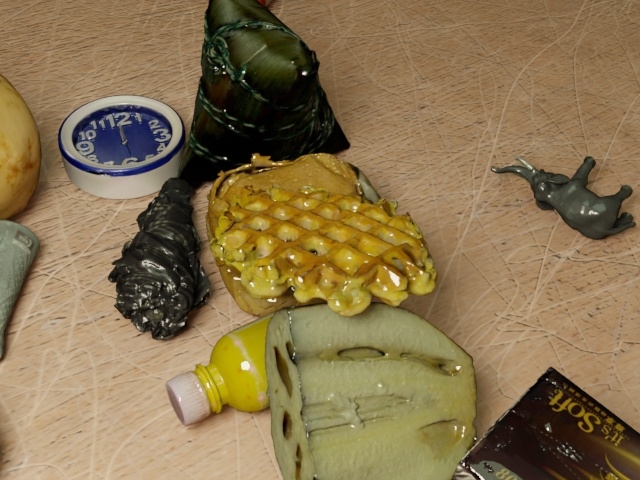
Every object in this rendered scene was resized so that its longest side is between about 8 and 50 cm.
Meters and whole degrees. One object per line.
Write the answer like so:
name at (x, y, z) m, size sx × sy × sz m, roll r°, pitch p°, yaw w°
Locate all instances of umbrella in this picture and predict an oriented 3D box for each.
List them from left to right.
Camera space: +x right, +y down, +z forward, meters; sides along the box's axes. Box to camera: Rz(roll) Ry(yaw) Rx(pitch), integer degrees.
umbrella at (-0.266, 0.015, 1.254) m, size 0.154 × 0.128 × 0.337 m, roll 5°, pitch 37°, yaw -22°

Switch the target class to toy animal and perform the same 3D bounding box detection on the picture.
toy animal at (0.465, -0.096, 1.447) m, size 0.269 × 0.082 × 0.137 m, roll 37°, pitch 52°, yaw 26°

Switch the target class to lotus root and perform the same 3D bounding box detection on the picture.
lotus root at (0.070, 0.206, 1.035) m, size 0.260 × 0.149 × 0.267 m, roll -7°, pitch 84°, yaw -25°

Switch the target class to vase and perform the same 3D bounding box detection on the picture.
vase at (-0.500, 0.081, 1.182) m, size 0.096 × 0.096 × 0.219 m, roll 1°, pitch 49°, yaw -4°

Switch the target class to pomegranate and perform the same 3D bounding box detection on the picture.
pomegranate at (-0.625, -0.168, 1.241) m, size 0.342 × 0.343 × 0.343 m, roll 3°, pitch 46°, yaw -3°

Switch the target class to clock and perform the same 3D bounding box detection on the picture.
clock at (-0.367, -0.177, 1.452) m, size 0.230 × 0.083 × 0.231 m, roll 1°, pitch 45°, yaw -1°

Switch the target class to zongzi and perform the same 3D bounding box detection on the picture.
zongzi at (-0.061, -0.242, 1.389) m, size 0.362 × 0.384 × 0.319 m, roll -10°, pitch 51°, yaw -31°

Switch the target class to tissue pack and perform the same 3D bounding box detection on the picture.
tissue pack at (0.336, 0.356, 0.915) m, size 0.210 × 0.198 × 0.370 m, roll -36°, pitch 59°, yaw -29°

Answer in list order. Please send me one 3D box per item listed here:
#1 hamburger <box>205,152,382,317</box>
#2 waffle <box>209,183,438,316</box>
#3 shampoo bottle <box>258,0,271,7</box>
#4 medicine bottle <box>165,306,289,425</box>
hamburger at (-0.035, -0.017, 1.271) m, size 0.318 × 0.158 × 0.319 m, roll 2°, pitch 47°, yaw -2°
waffle at (0.000, 0.000, 1.055) m, size 0.301 × 0.068 × 0.325 m, roll 2°, pitch 25°, yaw -10°
shampoo bottle at (-0.139, -0.653, 1.916) m, size 0.104 × 0.104 × 0.278 m, roll 17°, pitch 47°, yaw 11°
medicine bottle at (-0.108, 0.185, 1.093) m, size 0.212 × 0.122 × 0.122 m, roll -22°, pitch 52°, yaw -24°
